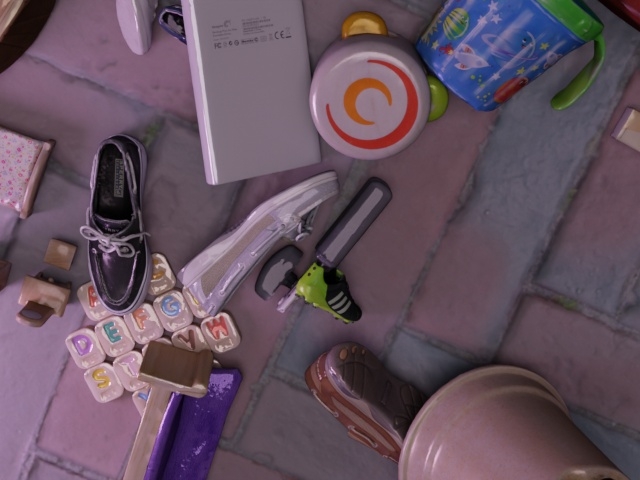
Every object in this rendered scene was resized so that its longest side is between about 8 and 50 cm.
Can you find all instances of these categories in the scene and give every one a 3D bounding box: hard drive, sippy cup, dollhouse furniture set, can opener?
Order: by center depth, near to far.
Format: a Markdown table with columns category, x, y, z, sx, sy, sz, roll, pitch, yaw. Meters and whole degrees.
| category | x | y | z | sx | sy | sz | roll | pitch | yaw |
| --- | --- | --- | --- | --- | --- | --- | --- | --- | --- |
| sippy cup | 0.276 | -0.328 | 1.769 | 0.224 | 0.240 | 0.305 | -46 | 75 | 20 |
| hard drive | -0.107 | -0.259 | 1.824 | 0.203 | 0.040 | 0.307 | -14 | 105 | -30 |
| dollhouse furniture set | -0.519 | -0.074 | 1.855 | 0.303 | 0.174 | 0.355 | 20 | 102 | -4 |
| can opener | 0.000 | 0.000 | 1.911 | 0.095 | 0.076 | 0.283 | 37 | 100 | -8 |

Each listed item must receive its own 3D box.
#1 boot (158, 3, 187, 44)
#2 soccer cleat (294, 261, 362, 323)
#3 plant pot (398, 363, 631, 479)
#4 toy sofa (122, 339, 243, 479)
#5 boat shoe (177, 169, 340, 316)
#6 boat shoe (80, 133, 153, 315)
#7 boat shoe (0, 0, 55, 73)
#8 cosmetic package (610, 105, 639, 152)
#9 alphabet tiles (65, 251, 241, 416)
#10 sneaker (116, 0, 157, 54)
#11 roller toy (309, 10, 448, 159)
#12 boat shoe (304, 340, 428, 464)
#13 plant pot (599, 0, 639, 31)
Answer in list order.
| category | x | y | z | sx | sy | sz | roll | pitch | yaw |
| --- | --- | --- | --- | --- | --- | --- | --- | --- | --- |
| boot | -0.174 | -0.317 | 1.838 | 0.190 | 0.086 | 0.069 | 26 | 102 | -4 |
| soccer cleat | 0.027 | 0.088 | 1.895 | 0.060 | 0.179 | 0.072 | 36 | 94 | 37 |
| plant pot | 0.338 | 0.406 | 1.825 | 0.334 | 0.305 | 0.333 | -6 | 106 | -20 |
| toy sofa | -0.261 | 0.369 | 1.949 | 0.177 | 0.150 | 0.362 | 18 | 105 | -4 |
| boat shoe | -0.089 | -0.002 | 1.884 | 0.320 | 0.118 | 0.103 | -37 | 91 | 10 |
| boat shoe | -0.336 | -0.020 | 1.889 | 0.113 | 0.105 | 0.306 | 8 | 100 | 5 |
| boat shoe | -0.481 | -0.415 | 1.810 | 0.110 | 0.121 | 0.341 | 34 | 103 | 5 |
| cosmetic package | 0.543 | -0.168 | 1.880 | 0.115 | 0.041 | 0.060 | 26 | 102 | -5 |
| alphabet tiles | -0.289 | 0.173 | 1.983 | 0.284 | 0.021 | 0.278 | -23 | 101 | 6 |
| sneaker | -0.277 | -0.405 | 1.830 | 0.094 | 0.080 | 0.212 | -19 | 120 | -30 |
| roller toy | 0.078 | -0.237 | 1.819 | 0.209 | 0.146 | 0.191 | 41 | 109 | -13 |
| boat shoe | 0.101 | 0.301 | 1.968 | 0.116 | 0.123 | 0.324 | -27 | 113 | 41 |
| plant pot | 0.561 | -0.415 | 1.729 | 0.236 | 0.267 | 0.267 | 24 | 102 | 10 |
